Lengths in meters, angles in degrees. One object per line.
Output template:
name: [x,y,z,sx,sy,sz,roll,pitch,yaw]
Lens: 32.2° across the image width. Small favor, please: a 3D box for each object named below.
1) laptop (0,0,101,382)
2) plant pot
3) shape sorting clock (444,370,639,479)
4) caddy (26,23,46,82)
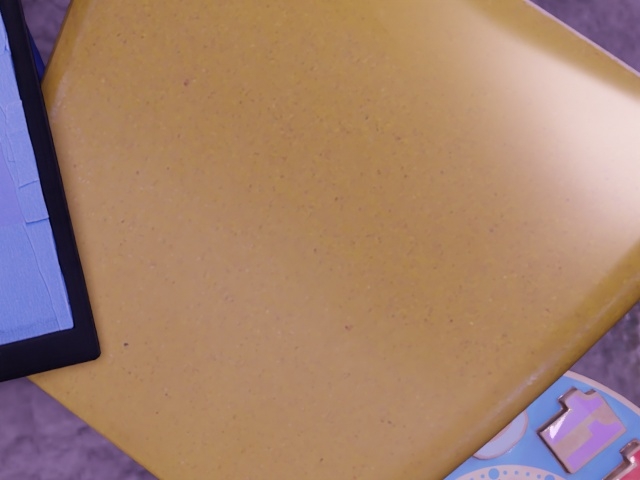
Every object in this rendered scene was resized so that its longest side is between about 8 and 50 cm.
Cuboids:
laptop: [-0.182,-0.047,0.221,0.234,0.264,0.137,-13,71,-12]
plant pot: [0.000,0.000,0.424,0.212,0.212,0.187,35,91,8]
shape sorting clock: [0.086,0.158,0.504,0.206,0.040,0.206,1,82,-9]
caddy: [-0.241,-0.157,0.393,0.179,0.241,0.341,-43,91,-8]
